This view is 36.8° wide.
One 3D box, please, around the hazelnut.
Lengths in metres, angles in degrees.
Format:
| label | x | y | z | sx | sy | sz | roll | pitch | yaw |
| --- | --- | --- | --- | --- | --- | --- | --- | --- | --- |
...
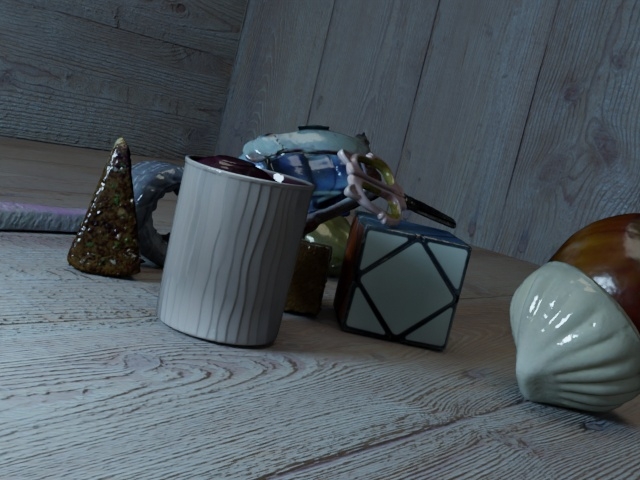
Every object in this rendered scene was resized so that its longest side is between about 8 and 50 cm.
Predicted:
| label | x | y | z | sx | sy | sz | roll | pitch | yaw |
| --- | --- | --- | --- | --- | --- | --- | --- | --- | --- |
| hazelnut | 0.641 | 0.111 | 2.068 | 0.365 | 0.366 | 0.366 | 13 | 8 | -2 |

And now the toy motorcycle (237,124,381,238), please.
| label | x | y | z | sx | sy | sz | roll | pitch | yaw |
| --- | --- | --- | --- | --- | --- | --- | --- | --- | --- |
| toy motorcycle | -0.052 | -0.133 | 1.830 | 0.319 | 0.241 | 0.182 | -9 | 35 | -15 |

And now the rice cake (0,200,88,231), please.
| label | x | y | z | sx | sy | sz | roll | pitch | yaw |
| --- | --- | --- | --- | --- | --- | --- | --- | --- | --- |
| rice cake | -0.602 | -0.048 | 1.947 | 0.072 | 0.056 | 0.365 | 16 | 7 | 35 |

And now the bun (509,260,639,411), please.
| label | x | y | z | sx | sy | sz | roll | pitch | yaw |
| --- | --- | --- | --- | --- | --- | --- | --- | --- | --- |
| bun | 0.384 | 0.182 | 1.552 | 0.175 | 0.263 | 0.263 | -34 | 25 | -15 |

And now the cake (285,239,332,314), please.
| label | x | y | z | sx | sy | sz | roll | pitch | yaw |
| --- | --- | --- | --- | --- | --- | --- | --- | --- | --- |
| cake | -0.050 | 0.060 | 1.817 | 0.134 | 0.135 | 0.147 | 11 | 6 | -3 |

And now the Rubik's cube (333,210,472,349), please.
| label | x | y | z | sx | sy | sz | roll | pitch | yaw |
| --- | --- | --- | --- | --- | --- | --- | --- | --- | --- |
| Rubik's cube | 0.149 | 0.071 | 1.822 | 0.205 | 0.207 | 0.205 | 11 | 6 | -6 |

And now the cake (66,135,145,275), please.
| label | x | y | z | sx | sy | sz | roll | pitch | yaw |
| --- | --- | --- | --- | --- | --- | --- | --- | --- | --- |
| cake | -0.399 | -0.058 | 1.727 | 0.135 | 0.246 | 0.112 | -9 | 15 | -16 |

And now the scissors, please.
| label | x | y | z | sx | sy | sz | roll | pitch | yaw |
| --- | --- | --- | --- | --- | --- | --- | --- | --- | --- |
| scissors | 0.151 | -0.074 | 1.783 | 0.317 | 0.160 | 0.024 | 23 | -44 | -39 |

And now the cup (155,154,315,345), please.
| label | x | y | z | sx | sy | sz | roll | pitch | yaw |
| --- | --- | --- | --- | --- | --- | --- | --- | --- | --- |
| cup | -0.140 | 0.004 | 1.547 | 0.208 | 0.273 | 0.288 | 12 | 7 | -9 |

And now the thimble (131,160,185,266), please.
| label | x | y | z | sx | sy | sz | roll | pitch | yaw |
| --- | --- | --- | --- | --- | --- | --- | --- | --- | --- |
| thimble | -0.308 | -0.058 | 1.961 | 0.236 | 0.205 | 0.172 | 7 | 9 | -36 |

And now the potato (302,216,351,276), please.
| label | x | y | z | sx | sy | sz | roll | pitch | yaw |
| --- | --- | --- | --- | --- | --- | --- | --- | --- | --- |
| potato | 0.000 | 0.000 | 2.295 | 0.235 | 0.160 | 0.178 | 34 | 56 | 29 |
